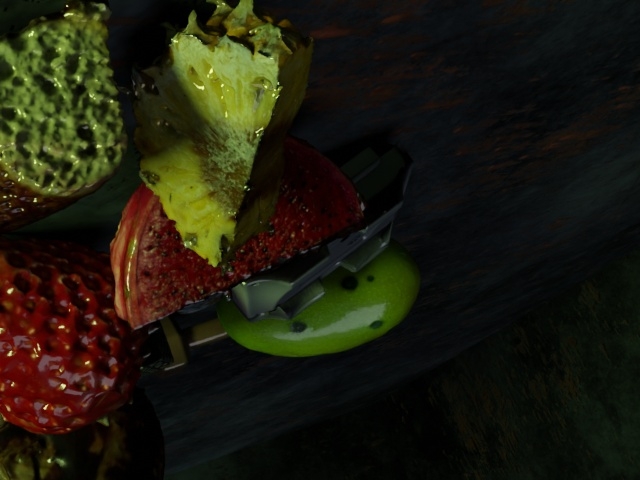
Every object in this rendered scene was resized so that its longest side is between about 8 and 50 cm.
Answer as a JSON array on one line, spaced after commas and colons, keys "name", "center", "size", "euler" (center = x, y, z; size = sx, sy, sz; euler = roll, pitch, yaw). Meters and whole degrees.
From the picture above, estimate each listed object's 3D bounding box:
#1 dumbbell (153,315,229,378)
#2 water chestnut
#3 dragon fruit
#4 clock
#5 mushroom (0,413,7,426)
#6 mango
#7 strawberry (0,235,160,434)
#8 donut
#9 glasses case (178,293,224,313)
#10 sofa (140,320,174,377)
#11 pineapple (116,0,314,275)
[{"name": "dumbbell", "center": [-0.153, 0.131, 1.463], "size": [0.231, 0.082, 0.092], "euler": [-18, 162, -20]}, {"name": "water chestnut", "center": [-0.372, 0.326, 1.295], "size": [0.350, 0.350, 0.302], "euler": [-20, 146, -15]}, {"name": "dragon fruit", "center": [-0.087, -0.029, 0.927], "size": [0.262, 0.163, 0.189], "euler": [-21, 136, -22]}, {"name": "clock", "center": [0.000, 0.000, 1.143], "size": [0.253, 0.083, 0.186], "euler": [-36, 167, -11]}, {"name": "mushroom", "center": [-0.385, 0.157, 1.165], "size": [0.127, 0.127, 0.087], "euler": [-20, -152, -13]}, {"name": "mango", "center": [0.000, 0.081, 1.396], "size": [0.293, 0.143, 0.175], "euler": [-14, 124, -7]}, {"name": "strawberry", "center": [-0.291, 0.076, 0.963], "size": [0.205, 0.205, 0.244], "euler": [-31, 141, 24]}, {"name": "donut", "center": [-0.219, -0.065, 0.650], "size": [0.187, 0.126, 0.144], "euler": [-17, 170, -24]}, {"name": "glasses case", "center": [-0.151, 0.035, 1.173], "size": [0.087, 0.065, 0.248], "euler": [-28, 165, -8]}, {"name": "sofa", "center": [-0.228, 0.105, 1.196], "size": [0.060, 0.118, 0.039], "euler": [-26, 163, 9]}, {"name": "pineapple", "center": [-0.086, -0.092, 0.740], "size": [0.079, 0.135, 0.233], "euler": [-47, 162, -42]}]
